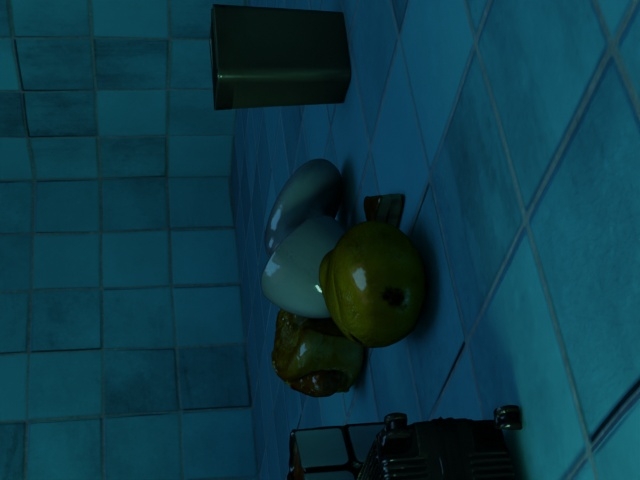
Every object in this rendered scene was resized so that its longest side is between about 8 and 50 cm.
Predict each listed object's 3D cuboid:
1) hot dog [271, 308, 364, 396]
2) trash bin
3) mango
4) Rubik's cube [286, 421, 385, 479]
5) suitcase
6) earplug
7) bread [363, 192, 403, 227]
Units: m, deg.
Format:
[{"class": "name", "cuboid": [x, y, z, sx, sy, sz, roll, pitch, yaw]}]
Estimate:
[{"class": "hot dog", "cuboid": [-0.006, 0.196, 1.935, 0.257, 0.150, 0.153, -119, 39, -68]}, {"class": "trash bin", "cuboid": [-0.077, -0.333, 1.941, 0.122, 0.240, 0.164, 109, 156, -63]}, {"class": "mango", "cuboid": [0.074, 0.062, 1.514, 0.295, 0.120, 0.177, 161, 100, -81]}, {"class": "Rubik's cube", "cuboid": [0.044, 0.394, 1.587, 0.180, 0.167, 0.183, -108, 18, -53]}, {"class": "suitcase", "cuboid": [0.127, 0.346, 1.180, 0.335, 0.152, 0.230, 101, 165, -60]}, {"class": "earplug", "cuboid": [-0.013, -0.001, 1.902, 0.326, 0.175, 0.214, -88, 5, -47]}, {"class": "bread", "cuboid": [0.092, -0.039, 1.593, 0.109, 0.043, 0.062, -165, 75, -79]}]
